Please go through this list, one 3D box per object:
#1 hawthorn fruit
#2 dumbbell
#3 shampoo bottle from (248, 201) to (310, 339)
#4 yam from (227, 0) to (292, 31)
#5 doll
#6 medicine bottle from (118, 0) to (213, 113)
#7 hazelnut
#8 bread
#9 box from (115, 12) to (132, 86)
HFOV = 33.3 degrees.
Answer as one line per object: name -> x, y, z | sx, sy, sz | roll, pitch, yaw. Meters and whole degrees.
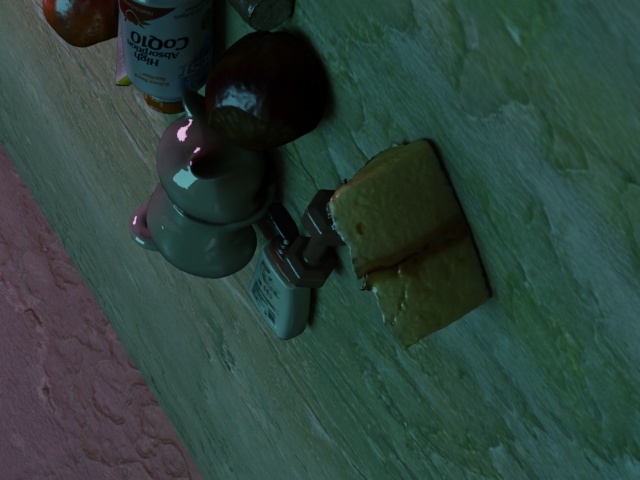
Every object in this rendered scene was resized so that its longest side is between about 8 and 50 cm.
hawthorn fruit -> -0.455, -0.475, 2.105 | 0.189, 0.189, 0.189 | 47, 151, 36
dumbbell -> 0.000, 0.000, 1.722 | 0.092, 0.082, 0.231 | 57, 156, 14
shampoo bottle -> -0.070, 0.052, 1.944 | 0.153, 0.071, 0.284 | 54, 153, 29
yam -> -0.105, -0.371, 1.574 | 0.127, 0.084, 0.084 | 56, 156, 26
doll -> -0.201, -0.082, 1.917 | 0.370, 0.226, 0.215 | 123, 150, -53
medicine bottle -> -0.260, -0.349, 1.824 | 0.157, 0.157, 0.289 | 51, 154, 29
hazelnut -> -0.081, -0.219, 1.611 | 0.201, 0.160, 0.170 | -7, 126, 27
bread -> 0.092, 0.008, 1.415 | 0.135, 0.178, 0.240 | -6, 110, 64
box -> -0.349, -0.420, 1.998 | 0.129, 0.033, 0.247 | 177, 95, -66
